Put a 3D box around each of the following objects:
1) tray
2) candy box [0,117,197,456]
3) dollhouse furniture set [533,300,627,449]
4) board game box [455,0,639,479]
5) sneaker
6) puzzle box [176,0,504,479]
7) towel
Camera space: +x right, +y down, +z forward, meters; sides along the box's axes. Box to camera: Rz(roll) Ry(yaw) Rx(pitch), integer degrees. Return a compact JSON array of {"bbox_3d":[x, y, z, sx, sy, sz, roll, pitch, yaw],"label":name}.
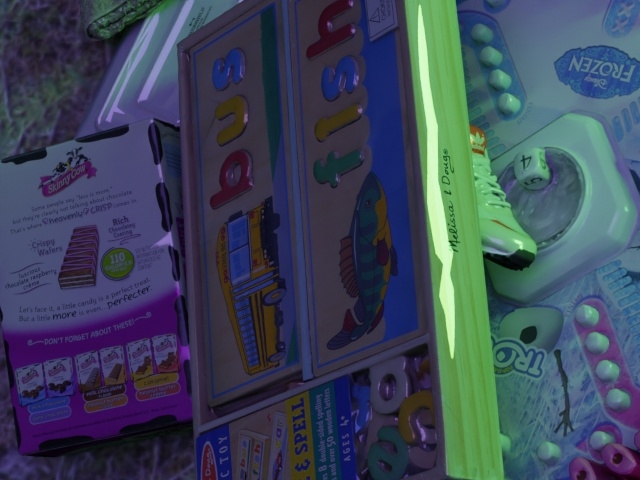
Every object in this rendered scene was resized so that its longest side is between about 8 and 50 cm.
[{"bbox_3d":[-0.092,-0.168,1.604,0.145,0.030,0.270,24,85,20],"label":"tray"},{"bbox_3d":[-0.165,0.039,1.539,0.159,0.071,0.233,-13,79,20],"label":"candy box"},{"bbox_3d":[0.234,0.156,1.383,0.161,0.101,0.182,21,84,21],"label":"dollhouse furniture set"},{"bbox_3d":[0.153,-0.028,1.405,0.390,0.050,0.390,17,82,42],"label":"board game box"},{"bbox_3d":[0.098,-0.040,1.381,0.161,0.057,0.075,35,100,46],"label":"sneaker"},{"bbox_3d":[0.000,0.000,1.400,0.272,0.052,0.409,-27,60,47],"label":"puzzle box"},{"bbox_3d":[-0.141,-0.235,1.612,0.148,0.027,0.110,-31,54,22],"label":"towel"}]
